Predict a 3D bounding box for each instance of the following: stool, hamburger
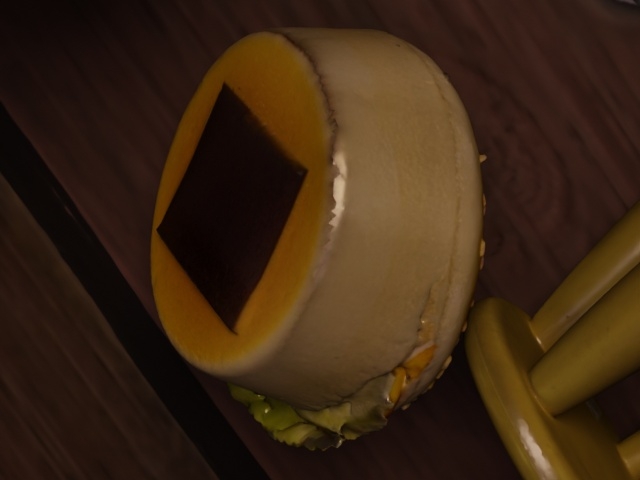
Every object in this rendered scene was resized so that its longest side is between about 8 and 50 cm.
[{"bbox_3d":[0.119,0.042,0.460,0.110,0.134,0.135,-36,51,16],"label":"stool"},{"bbox_3d":[0.000,0.000,0.471,0.081,0.126,0.141,13,94,-33],"label":"hamburger"}]
